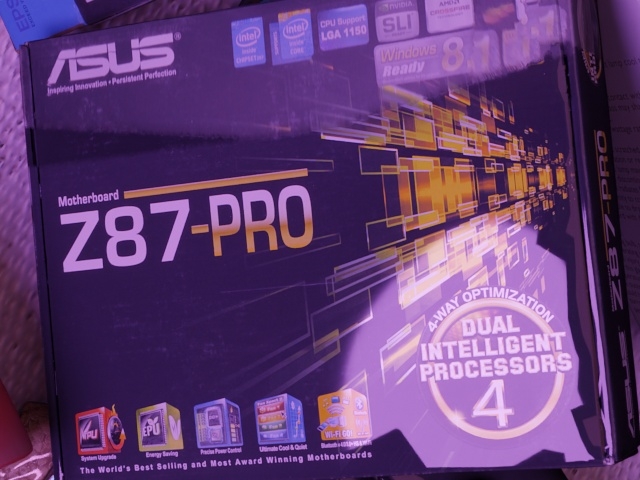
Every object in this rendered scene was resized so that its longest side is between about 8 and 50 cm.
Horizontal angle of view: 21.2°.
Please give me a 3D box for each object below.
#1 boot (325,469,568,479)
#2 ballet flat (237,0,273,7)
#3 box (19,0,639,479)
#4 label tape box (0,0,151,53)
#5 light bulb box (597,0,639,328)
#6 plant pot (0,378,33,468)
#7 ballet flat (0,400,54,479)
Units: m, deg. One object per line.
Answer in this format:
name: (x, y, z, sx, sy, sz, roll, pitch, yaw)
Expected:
boot: (0.178, 0.188, 1.316, 0.367, 0.146, 0.445, -39, 98, -11)
ballet flat: (0.022, -0.223, 1.274, 0.203, 0.074, 0.074, -24, 100, -6)
box: (0.000, 0.000, 1.141, 0.395, 0.097, 0.318, -5, 87, 22)
label tape box: (-0.112, -0.295, 1.161, 0.106, 0.334, 0.240, -36, 106, -51)
light bulb box: (0.361, -0.134, 1.263, 0.358, 0.225, 0.361, -32, 105, -18)
plant pot: (-0.352, 0.067, 1.100, 0.275, 0.275, 0.243, -18, 90, -13)
ballet flat: (-0.246, 0.203, 1.236, 0.067, 0.073, 0.206, 36, 81, 12)
